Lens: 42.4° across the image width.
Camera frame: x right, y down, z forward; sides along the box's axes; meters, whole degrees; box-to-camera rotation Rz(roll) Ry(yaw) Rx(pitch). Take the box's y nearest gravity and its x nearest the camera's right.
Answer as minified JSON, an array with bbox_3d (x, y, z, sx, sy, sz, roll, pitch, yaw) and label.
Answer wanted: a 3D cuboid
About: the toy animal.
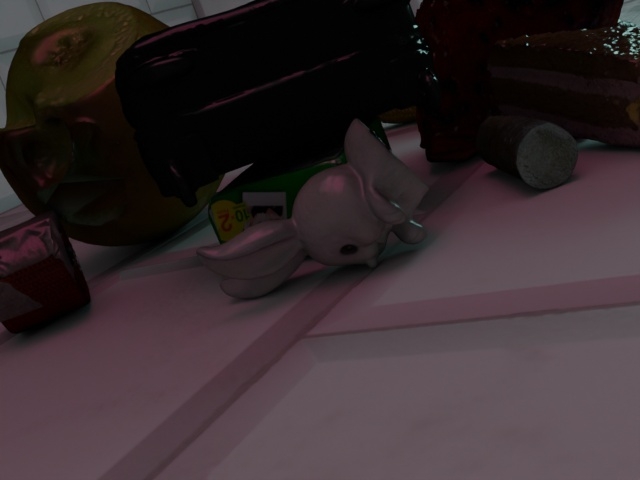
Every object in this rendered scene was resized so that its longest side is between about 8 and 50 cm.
[{"bbox_3d":[0.001,-0.002,0.788,0.221,0.131,0.104,-43,-16,3],"label":"toy animal"}]

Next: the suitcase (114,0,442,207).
[{"bbox_3d":[-0.060,-0.184,0.983,0.345,0.188,0.339,-23,10,-8],"label":"suitcase"}]

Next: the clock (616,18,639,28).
[{"bbox_3d":[0.393,-0.281,1.279,0.194,0.100,0.195,-23,11,5],"label":"clock"}]

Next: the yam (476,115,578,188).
[{"bbox_3d":[0.220,-0.101,0.893,0.068,0.068,0.169,-20,15,1],"label":"yam"}]

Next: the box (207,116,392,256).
[{"bbox_3d":[-0.011,-0.058,0.978,0.180,0.103,0.250,-15,16,21],"label":"box"}]

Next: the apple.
[{"bbox_3d":[-0.333,-0.170,1.282,0.374,0.384,0.374,-53,4,5],"label":"apple"}]

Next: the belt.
[{"bbox_3d":[-0.365,0.042,1.026,0.124,0.128,0.201,-24,11,-12],"label":"belt"}]

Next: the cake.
[{"bbox_3d":[0.290,-0.167,0.902,0.112,0.116,0.295,-27,23,-28],"label":"cake"}]

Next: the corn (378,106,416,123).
[{"bbox_3d":[0.208,-0.274,1.493,0.305,0.106,0.106,-9,17,46],"label":"corn"}]

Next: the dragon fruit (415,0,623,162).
[{"bbox_3d":[0.252,-0.222,1.190,0.286,0.228,0.329,-5,-1,-9],"label":"dragon fruit"}]
